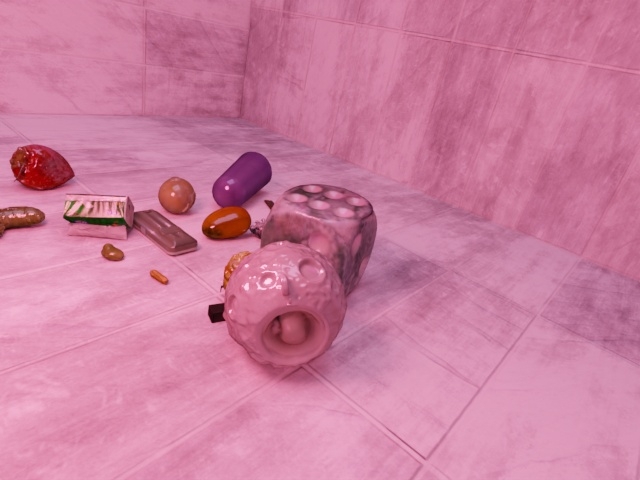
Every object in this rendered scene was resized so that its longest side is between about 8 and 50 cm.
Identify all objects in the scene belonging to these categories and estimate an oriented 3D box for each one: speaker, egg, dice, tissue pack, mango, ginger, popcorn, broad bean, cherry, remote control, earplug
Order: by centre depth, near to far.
[{"bbox_3d":[-0.253,0.217,1.279,0.191,0.040,0.046,-4,32,-32],"label":"speaker"},{"bbox_3d":[-0.259,0.122,1.349,0.142,0.173,0.173,21,21,-23],"label":"popcorn"},{"bbox_3d":[-1.121,-0.061,1.412,0.137,0.089,0.290,2,16,21],"label":"ginger"},{"bbox_3d":[-0.729,0.043,1.423,0.083,0.045,0.063,28,17,14],"label":"broad bean"},{"bbox_3d":[0.000,0.000,1.492,0.328,0.348,0.330,20,25,20],"label":"dice"},{"bbox_3d":[-0.831,-0.085,1.535,0.209,0.156,0.148,2,-15,-15],"label":"tissue pack"},{"bbox_3d":[-0.629,-0.044,1.621,0.335,0.065,0.128,30,28,32],"label":"remote control"},{"bbox_3d":[-0.401,-0.074,1.727,0.221,0.120,0.151,-15,36,-29],"label":"mango"},{"bbox_3d":[-1.212,-0.314,1.787,0.175,0.192,0.250,-16,-14,35],"label":"cherry"},{"bbox_3d":[-0.646,-0.203,1.840,0.164,0.164,0.201,6,21,-13],"label":"egg"},{"bbox_3d":[-0.414,-0.299,2.111,0.215,0.215,0.456,14,29,4],"label":"earplug"}]

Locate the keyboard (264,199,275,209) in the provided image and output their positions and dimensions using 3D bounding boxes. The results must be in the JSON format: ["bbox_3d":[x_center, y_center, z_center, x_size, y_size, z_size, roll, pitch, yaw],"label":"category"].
[{"bbox_3d":[-0.257,-0.183,2.147,0.049,0.015,0.129,3,26,-30],"label":"keyboard"}]

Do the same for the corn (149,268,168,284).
[{"bbox_3d":[-0.542,0.121,1.361,0.083,0.028,0.027,28,24,23],"label":"corn"}]

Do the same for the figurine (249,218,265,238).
[{"bbox_3d":[-0.268,-0.053,1.782,0.094,0.082,0.086,-2,50,-44],"label":"figurine"}]

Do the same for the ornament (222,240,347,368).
[{"bbox_3d":[-0.096,0.165,1.119,0.337,0.337,0.337,10,25,-5],"label":"ornament"}]
